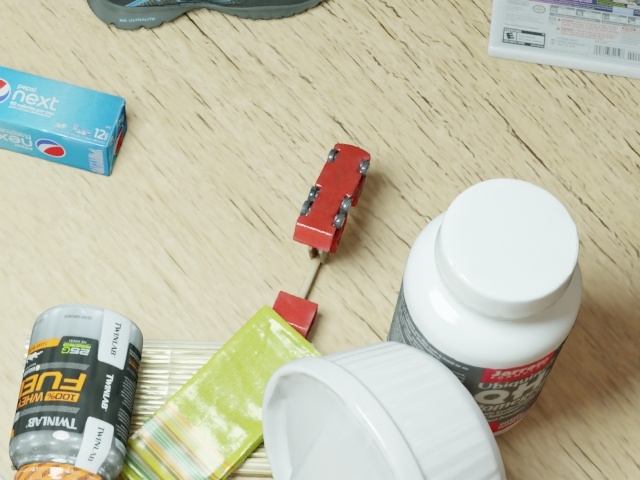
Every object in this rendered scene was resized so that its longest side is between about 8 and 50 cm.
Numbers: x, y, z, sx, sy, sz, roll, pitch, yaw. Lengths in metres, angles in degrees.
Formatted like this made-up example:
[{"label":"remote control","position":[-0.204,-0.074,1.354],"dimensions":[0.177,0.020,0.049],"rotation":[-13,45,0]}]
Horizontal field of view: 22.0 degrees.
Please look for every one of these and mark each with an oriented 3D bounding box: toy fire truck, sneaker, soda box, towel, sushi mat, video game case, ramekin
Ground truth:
[{"label":"toy fire truck","position":[0.000,0.000,1.795],"dimensions":[0.047,0.135,0.192],"rotation":[19,48,7]},{"label":"sneaker","position":[-0.109,-0.338,1.946],"dimensions":[0.341,0.139,0.125],"rotation":[-14,62,-13]},{"label":"soda box","position":[-0.329,-0.142,1.864],"dimensions":[0.210,0.067,0.071],"rotation":[15,61,3]},{"label":"towel","position":[-0.103,0.179,1.708],"dimensions":[0.102,0.021,0.237],"rotation":[43,73,8]},{"label":"sushi mat","position":[-0.161,0.174,1.737],"dimensions":[0.317,0.019,0.151],"rotation":[2,61,-3]},{"label":"video game case","position":[0.312,-0.290,2.021],"dimensions":[0.201,0.023,0.183],"rotation":[9,62,1]},{"label":"ramekin","position":[0.067,0.222,1.600],"dimensions":[0.127,0.273,0.273],"rotation":[-24,66,-28]}]

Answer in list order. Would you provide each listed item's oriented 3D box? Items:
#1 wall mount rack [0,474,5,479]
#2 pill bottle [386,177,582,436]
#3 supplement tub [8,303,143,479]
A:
[{"label":"wall mount rack","position":[-0.484,0.295,1.592],"dimensions":[0.350,0.130,0.304],"rotation":[14,100,3]},{"label":"pill bottle","position":[0.164,0.069,1.649],"dimensions":[0.176,0.318,0.176],"rotation":[2,63,-3]},{"label":"supplement tub","position":[-0.247,0.170,1.654],"dimensions":[0.117,0.117,0.190],"rotation":[6,60,-1]}]
